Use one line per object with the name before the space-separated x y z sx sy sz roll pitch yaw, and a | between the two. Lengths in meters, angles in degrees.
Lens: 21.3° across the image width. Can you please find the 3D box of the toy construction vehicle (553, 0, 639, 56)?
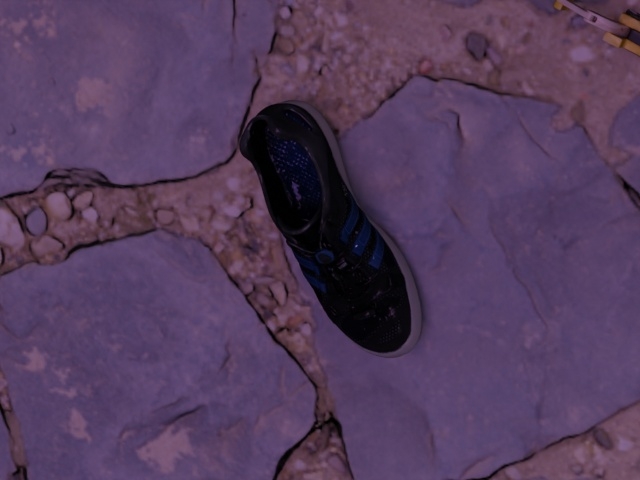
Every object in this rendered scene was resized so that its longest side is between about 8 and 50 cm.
toy construction vehicle | 0.211 -0.164 1.108 0.098 0.035 0.086 32 113 12

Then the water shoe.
water shoe | 0.000 0.000 1.210 0.073 0.080 0.203 -28 91 26
